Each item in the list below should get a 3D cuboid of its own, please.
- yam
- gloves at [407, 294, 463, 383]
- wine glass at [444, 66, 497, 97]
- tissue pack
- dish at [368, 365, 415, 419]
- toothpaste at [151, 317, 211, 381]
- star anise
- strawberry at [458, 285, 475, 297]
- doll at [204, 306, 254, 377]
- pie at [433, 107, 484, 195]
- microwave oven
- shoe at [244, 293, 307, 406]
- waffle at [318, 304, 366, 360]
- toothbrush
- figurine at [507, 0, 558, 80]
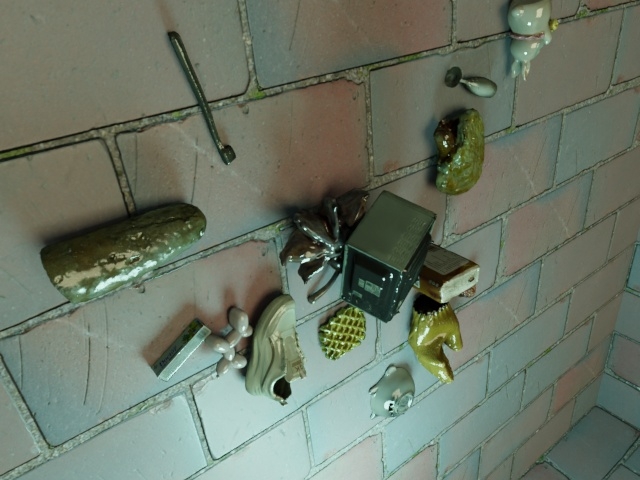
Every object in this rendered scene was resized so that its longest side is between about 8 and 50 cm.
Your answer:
[{"bbox_3d":[-0.386,0.011,1.003,0.330,0.133,0.133,-29,126,-31],"label":"yam"},{"bbox_3d":[0.416,0.355,1.778,0.203,0.155,0.357,-29,110,-34],"label":"gloves"},{"bbox_3d":[0.464,-0.479,1.492,0.198,0.066,0.066,-1,111,-38],"label":"wine glass"},{"bbox_3d":[0.365,0.094,1.566,0.183,0.226,0.092,-25,126,-27],"label":"tissue pack"},{"bbox_3d":[0.281,0.594,1.827,0.228,0.086,0.236,-44,130,-14],"label":"dish"},{"bbox_3d":[-0.340,0.268,1.205,0.164,0.046,0.034,-49,134,-10],"label":"toothpaste"},{"bbox_3d":[0.000,0.000,1.306,0.359,0.139,0.315,-50,139,9],"label":"star anise"},{"bbox_3d":[0.552,0.173,1.855,0.096,0.083,0.083,-55,133,-8],"label":"strawberry"},{"bbox_3d":[-0.232,0.274,1.279,0.161,0.059,0.160,-51,142,-28],"label":"doll"},{"bbox_3d":[0.452,-0.278,1.550,0.257,0.105,0.275,-35,129,-33],"label":"pie"},{"bbox_3d":[0.184,0.057,1.335,0.238,0.181,0.295,-54,162,-30],"label":"microwave oven"},{"bbox_3d":[-0.098,0.313,1.331,0.124,0.159,0.317,-12,123,-55],"label":"shoe"},{"bbox_3d":[0.074,0.291,1.555,0.183,0.036,0.169,-27,122,-29],"label":"waffle"},{"bbox_3d":[-0.246,-0.290,1.031,0.030,0.030,0.297,-42,131,-27],"label":"toothbrush"},{"bbox_3d":[0.659,-0.641,1.538,0.155,0.127,0.236,-44,137,-27],"label":"figurine"}]
